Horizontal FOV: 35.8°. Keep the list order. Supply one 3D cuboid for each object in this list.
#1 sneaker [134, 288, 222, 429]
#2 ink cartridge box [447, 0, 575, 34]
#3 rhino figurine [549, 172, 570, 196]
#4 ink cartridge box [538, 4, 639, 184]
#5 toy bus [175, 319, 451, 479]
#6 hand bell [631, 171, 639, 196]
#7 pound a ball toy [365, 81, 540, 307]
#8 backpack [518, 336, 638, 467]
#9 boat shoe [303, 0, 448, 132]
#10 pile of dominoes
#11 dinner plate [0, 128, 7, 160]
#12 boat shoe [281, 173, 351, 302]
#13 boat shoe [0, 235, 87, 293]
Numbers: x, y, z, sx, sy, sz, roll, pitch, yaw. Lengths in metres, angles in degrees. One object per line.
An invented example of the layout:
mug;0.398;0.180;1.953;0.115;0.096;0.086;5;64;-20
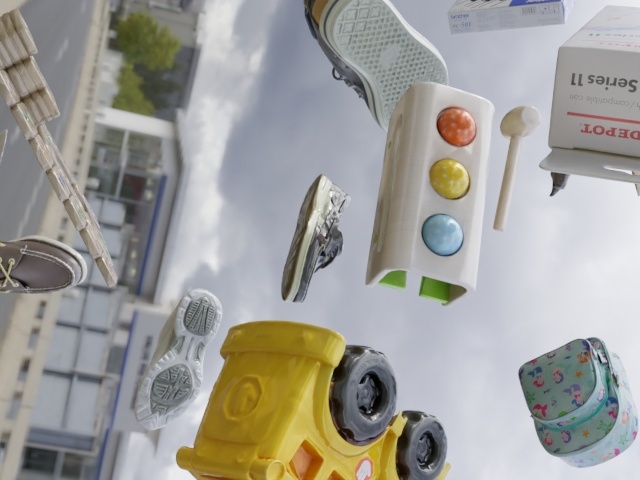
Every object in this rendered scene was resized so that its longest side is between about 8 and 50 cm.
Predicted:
sneaker;-0.230;0.193;1.574;0.232;0.090;0.115;-65;-165;-19
ink cartridge box;0.340;-0.414;1.764;0.097;0.207;0.046;-55;137;-48
rhino figurine;0.456;-0.189;1.781;0.106;0.073;0.243;-88;-169;-68
ink cartridge box;0.377;-0.168;1.090;0.353;0.207;0.119;-42;137;-57
toy bus;-0.012;0.205;0.834;0.149;0.220;0.211;-5;-132;41
hand bell;0.628;-0.160;1.619;0.126;0.242;0.126;-13;90;-73
pound a ball toy;0.195;-0.076;1.331;0.136;0.208;0.319;131;-28;-65
backpack;0.557;0.351;2.139;0.225;0.191;0.254;-30;-131;27
boat shoe;0.115;-0.367;1.965;0.187;0.500;0.156;-44;-125;5
pile of dominoes;-0.232;-0.082;0.905;0.196;0.040;0.251;52;-14;55
dinner plate;-0.351;-0.049;1.027;0.141;0.017;0.141;-47;-145;49
boat shoe;0.000;0.000;1.423;0.080;0.073;0.224;124;-15;-49
boat shoe;-0.611;0.049;1.890;0.097;0.324;0.117;-57;154;-66
